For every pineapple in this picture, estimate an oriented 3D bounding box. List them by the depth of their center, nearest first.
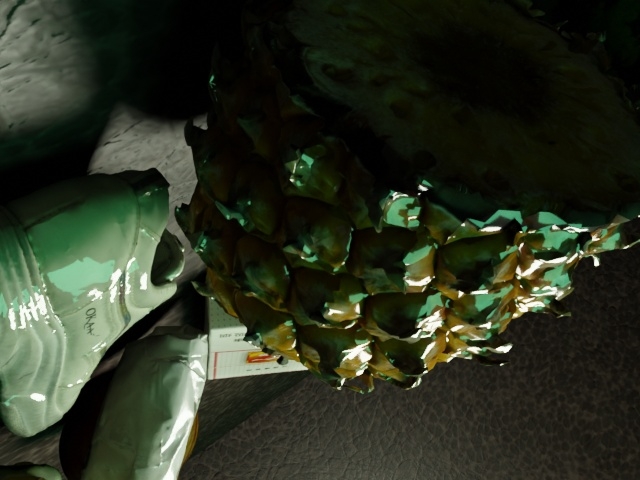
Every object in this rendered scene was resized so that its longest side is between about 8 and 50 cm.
[{"bbox_3d":[0.061,-0.048,0.568,0.352,0.352,0.300,-27,162,-34],"label":"pineapple"}]

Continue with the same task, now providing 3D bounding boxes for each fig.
[{"bbox_3d":[-0.311,0.328,1.163,0.235,0.214,0.235,-32,-169,7],"label":"fig"}]

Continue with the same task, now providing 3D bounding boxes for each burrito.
[{"bbox_3d":[-0.270,0.333,0.998,0.101,0.139,0.445,40,64,-77],"label":"burrito"}]

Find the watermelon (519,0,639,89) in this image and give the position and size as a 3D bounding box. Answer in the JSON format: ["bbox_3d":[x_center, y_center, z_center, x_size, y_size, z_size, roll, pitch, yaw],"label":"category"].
[{"bbox_3d":[0.307,-0.199,0.763,0.285,0.285,0.285,-34,166,-10],"label":"watermelon"}]

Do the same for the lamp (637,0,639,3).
[{"bbox_3d":[0.272,-0.223,0.523,0.090,0.325,0.089,-28,163,-28],"label":"lamp"}]

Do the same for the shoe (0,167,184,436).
[{"bbox_3d":[-0.218,0.058,0.641,0.211,0.132,0.342,-26,159,-27],"label":"shoe"}]

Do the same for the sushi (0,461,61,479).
[{"bbox_3d":[-0.456,0.402,0.870,0.328,0.328,0.285,19,106,-30],"label":"sushi"}]

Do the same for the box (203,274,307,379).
[{"bbox_3d":[-0.083,0.143,1.147,0.210,0.095,0.330,-3,159,-12],"label":"box"}]

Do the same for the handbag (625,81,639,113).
[{"bbox_3d":[0.260,-0.081,0.621,0.139,0.072,0.115,-36,172,40],"label":"handbag"}]
